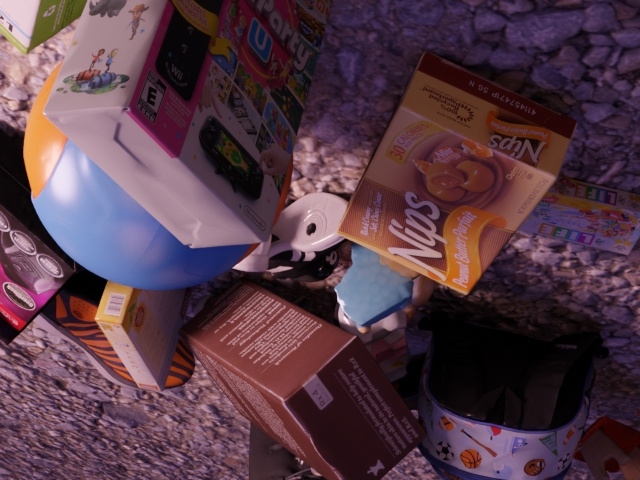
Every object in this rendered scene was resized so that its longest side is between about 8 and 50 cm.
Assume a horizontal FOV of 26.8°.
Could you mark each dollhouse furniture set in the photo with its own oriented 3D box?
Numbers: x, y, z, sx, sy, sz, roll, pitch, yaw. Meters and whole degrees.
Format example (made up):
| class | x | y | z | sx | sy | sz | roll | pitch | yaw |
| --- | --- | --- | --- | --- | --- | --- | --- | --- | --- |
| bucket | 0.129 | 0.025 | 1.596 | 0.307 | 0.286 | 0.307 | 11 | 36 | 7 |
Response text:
| class | x | y | z | sx | sy | sz | roll | pitch | yaw |
| --- | --- | --- | --- | --- | --- | --- | --- | --- | --- |
| dollhouse furniture set | 0.460 | 0.320 | 2.022 | 0.262 | 0.135 | 0.259 | -46 | 137 | 16 |

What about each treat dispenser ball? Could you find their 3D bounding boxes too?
| class | x | y | z | sx | sy | sz | roll | pitch | yaw |
| --- | --- | --- | --- | --- | --- | --- | --- | --- | --- |
| treat dispenser ball | -0.173 | -0.090 | 1.448 | 0.288 | 0.288 | 0.288 | 11 | 153 | 6 |

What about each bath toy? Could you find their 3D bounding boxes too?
| class | x | y | z | sx | sy | sz | roll | pitch | yaw |
| --- | --- | --- | --- | --- | --- | --- | --- | --- | --- |
| bath toy | 0.080 | 0.099 | 1.868 | 0.151 | 0.129 | 0.348 | -24 | 159 | -10 |

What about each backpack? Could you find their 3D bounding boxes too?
| class | x | y | z | sx | sy | sz | roll | pitch | yaw |
| --- | --- | --- | --- | --- | --- | --- | --- | --- | --- |
| backpack | 0.247 | 0.238 | 1.866 | 0.276 | 0.263 | 0.213 | 7 | 108 | 14 |

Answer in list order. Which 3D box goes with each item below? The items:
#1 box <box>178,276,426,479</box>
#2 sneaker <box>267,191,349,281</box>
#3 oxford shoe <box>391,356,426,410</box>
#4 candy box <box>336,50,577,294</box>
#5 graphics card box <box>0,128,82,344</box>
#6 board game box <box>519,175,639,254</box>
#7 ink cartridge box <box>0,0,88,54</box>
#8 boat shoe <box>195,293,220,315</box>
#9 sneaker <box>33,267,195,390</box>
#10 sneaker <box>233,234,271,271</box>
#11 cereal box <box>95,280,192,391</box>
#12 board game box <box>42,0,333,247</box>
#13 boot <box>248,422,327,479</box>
| class | x | y | z | sx | sy | sz | roll | pitch | yaw |
| --- | --- | --- | --- | --- | --- | --- | --- | --- | --- |
| box | -0.036 | 0.193 | 1.866 | 0.191 | 0.143 | 0.381 | 56 | 166 | -25 |
| sneaker | 0.000 | 0.000 | 1.784 | 0.121 | 0.079 | 0.217 | 23 | 154 | -38 |
| oxford shoe | 0.132 | 0.250 | 2.173 | 0.096 | 0.083 | 0.227 | 24 | 155 | -35 |
| candy box | 0.145 | -0.066 | 1.536 | 0.183 | 0.087 | 0.316 | 26 | 153 | 0 |
| graphics card box | -0.455 | -0.002 | 1.892 | 0.233 | 0.094 | 0.371 | 44 | 146 | -7 |
| board game box | 0.309 | -0.033 | 1.609 | 0.154 | 0.026 | 0.103 | 13 | 153 | 3 |
| ink cartridge box | -0.282 | -0.318 | 1.208 | 0.189 | 0.097 | 0.255 | 44 | 151 | 4 |
| boat shoe | -0.101 | 0.161 | 2.111 | 0.069 | 0.081 | 0.228 | -8 | 142 | 40 |
| sneaker | -0.302 | 0.138 | 2.120 | 0.321 | 0.124 | 0.180 | 31 | 149 | -29 |
| sneaker | -0.139 | -0.032 | 1.784 | 0.212 | 0.094 | 0.080 | 22 | -164 | 38 |
| cereal box | -0.254 | 0.096 | 1.966 | 0.047 | 0.173 | 0.240 | 8 | 151 | 12 |
| board game box | -0.105 | -0.179 | 1.231 | 0.097 | 0.303 | 0.224 | -4 | 148 | 31 |
| boot | 0.074 | 0.360 | 1.937 | 0.367 | 0.445 | 0.146 | 5 | 111 | -2 |
